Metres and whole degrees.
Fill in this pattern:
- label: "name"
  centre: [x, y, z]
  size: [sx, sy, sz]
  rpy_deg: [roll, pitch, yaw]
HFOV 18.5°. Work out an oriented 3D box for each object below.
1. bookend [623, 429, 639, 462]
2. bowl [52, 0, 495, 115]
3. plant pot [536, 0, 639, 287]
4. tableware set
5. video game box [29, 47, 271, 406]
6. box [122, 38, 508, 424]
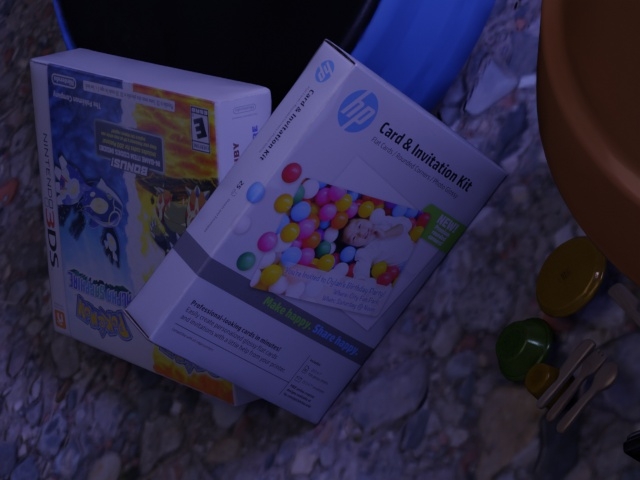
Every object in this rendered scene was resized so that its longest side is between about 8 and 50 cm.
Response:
- label: "bookend"
  centre: [0.219, 0.018, 0.924]
  size: [0.156, 0.072, 0.157]
  rpy_deg: [-26, 50, 33]
- label: "bowl"
  centre: [-0.040, -0.228, 1.231]
  size: [0.391, 0.077, 0.391]
  rpy_deg: [-5, 83, 46]
- label: "plant pot"
  centre: [0.230, -0.123, 0.806]
  size: [0.291, 0.203, 0.291]
  rpy_deg: [-4, 56, 6]
- label: "tableware set"
  centre: [0.155, 0.025, 1.023]
  size: [0.154, 0.024, 0.104]
  rpy_deg: [-52, 34, 9]
- label: "video game box"
  centre: [-0.103, -0.013, 1.211]
  size: [0.205, 0.048, 0.187]
  rpy_deg: [16, 117, 49]
- label: "box"
  centre: [0.000, 0.000, 1.098]
  size: [0.186, 0.145, 0.038]
  rpy_deg: [-53, 43, 5]
